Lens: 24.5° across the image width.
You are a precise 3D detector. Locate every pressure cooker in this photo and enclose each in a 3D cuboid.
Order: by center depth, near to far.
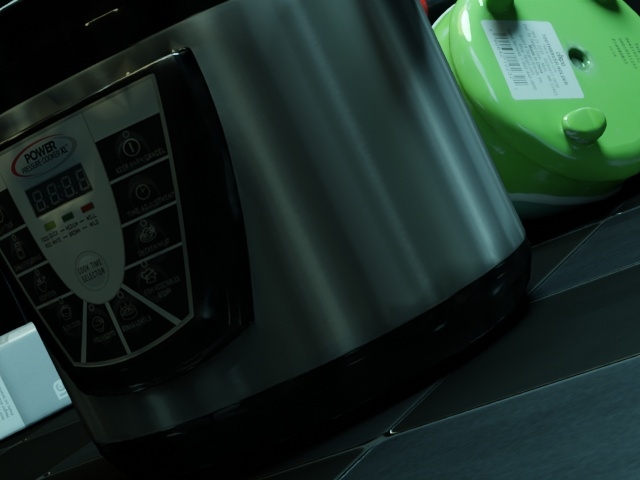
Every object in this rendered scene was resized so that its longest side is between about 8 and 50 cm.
[{"bbox_3d":[-0.084,-0.078,1.094,0.370,0.420,0.375,-26,5,-17],"label":"pressure cooker"}]

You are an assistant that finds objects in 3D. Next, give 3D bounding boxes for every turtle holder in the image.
[{"bbox_3d":[0.221,-0.146,1.449,0.320,0.243,0.227,-41,-3,-42],"label":"turtle holder"}]

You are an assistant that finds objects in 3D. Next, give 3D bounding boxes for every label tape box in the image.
[{"bbox_3d":[-0.466,0.212,1.856,0.347,0.115,0.249,-24,4,-10],"label":"label tape box"}]

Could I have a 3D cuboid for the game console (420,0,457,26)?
[{"bbox_3d":[0.097,-0.126,1.584,0.342,0.060,0.386,-25,-38,-17],"label":"game console"}]
